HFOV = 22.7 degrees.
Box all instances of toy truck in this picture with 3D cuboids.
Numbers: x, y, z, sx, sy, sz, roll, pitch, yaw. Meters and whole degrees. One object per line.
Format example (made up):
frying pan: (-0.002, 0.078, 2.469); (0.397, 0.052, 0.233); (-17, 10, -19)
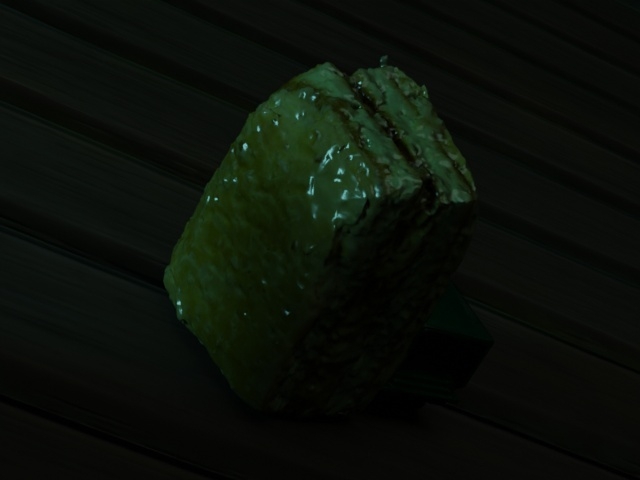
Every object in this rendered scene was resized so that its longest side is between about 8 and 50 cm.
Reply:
toy truck: (0.043, 0.047, 1.052); (0.065, 0.079, 0.147); (14, 27, -32)

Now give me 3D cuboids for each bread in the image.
bread: (0.000, 0.000, 0.952); (0.102, 0.196, 0.138); (1, 42, -43)
